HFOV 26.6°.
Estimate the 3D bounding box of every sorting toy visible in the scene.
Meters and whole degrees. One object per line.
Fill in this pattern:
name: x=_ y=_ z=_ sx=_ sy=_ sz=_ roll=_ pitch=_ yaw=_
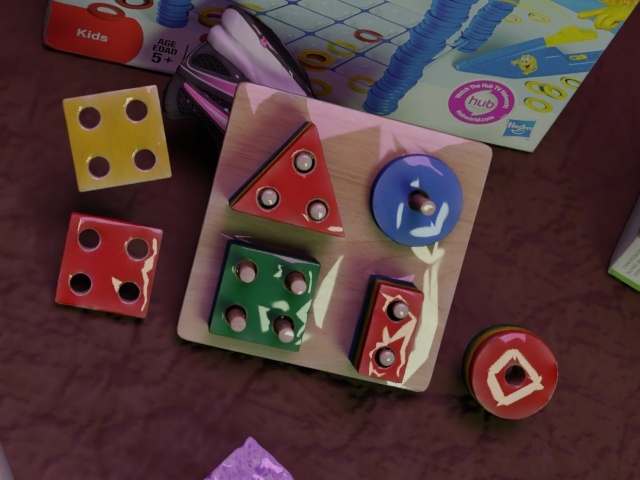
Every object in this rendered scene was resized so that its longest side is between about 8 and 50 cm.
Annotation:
sorting toy: x=0.000 y=0.000 z=0.664 sx=0.274 sy=0.046 sz=0.132 roll=14 pitch=97 yaw=-9

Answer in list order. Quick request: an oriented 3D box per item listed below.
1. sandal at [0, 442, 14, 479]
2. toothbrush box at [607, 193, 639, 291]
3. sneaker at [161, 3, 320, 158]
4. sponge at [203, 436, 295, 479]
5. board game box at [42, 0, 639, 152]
sandal: x=-0.106 y=0.251 z=0.403 sx=0.102 sy=0.169 sz=0.416 roll=-10 pitch=71 yaw=-14
toothbrush box: x=0.339 y=-0.001 z=0.741 sx=0.283 sy=0.206 sz=0.122 roll=31 pitch=52 yaw=1
sneaker: x=-0.014 y=-0.037 z=0.728 sx=0.178 sy=0.077 sz=0.072 roll=51 pitch=11 yaw=-1
sponge: x=-0.058 y=0.188 z=0.574 sx=0.117 sy=0.031 sz=0.210 roll=43 pitch=54 yaw=11
board game box: x=0.032 y=-0.195 z=0.698 sx=0.308 sy=0.302 sz=0.086 roll=11 pitch=54 yaw=-13
